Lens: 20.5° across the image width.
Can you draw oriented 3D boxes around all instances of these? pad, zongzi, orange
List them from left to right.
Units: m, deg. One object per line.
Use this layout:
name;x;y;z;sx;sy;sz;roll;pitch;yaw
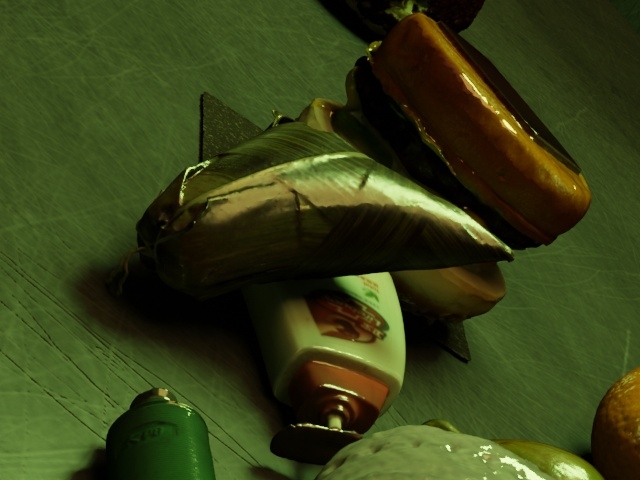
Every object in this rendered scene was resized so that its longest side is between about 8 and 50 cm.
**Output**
zongzi;0.000;0.000;1.384;0.241;0.111;0.248;22;29;23
pad;0.013;-0.016;1.764;0.330;0.004;0.220;34;21;-18
orange;0.368;0.210;1.699;0.224;0.170;0.224;36;19;-15

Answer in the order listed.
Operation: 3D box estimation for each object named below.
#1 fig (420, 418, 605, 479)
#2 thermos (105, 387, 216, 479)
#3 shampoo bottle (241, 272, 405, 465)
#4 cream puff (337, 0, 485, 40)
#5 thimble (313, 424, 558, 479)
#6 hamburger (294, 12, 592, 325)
fig;0.147;0.202;1.362;0.186;0.142;0.148;62;-1;17
thermos;-0.093;0.163;1.114;0.083;0.073;0.187;26;24;-24
shampoo bottle;0.001;0.090;1.429;0.153;0.071;0.284;25;24;-16
cream puff;0.109;-0.358;2.396;0.239;0.165;0.239;34;22;-16
thimble;0.070;0.245;1.054;0.245;0.217;0.157;57;24;-5
hamburger;0.103;-0.064;1.690;0.291;0.225;0.291;43;16;-15
